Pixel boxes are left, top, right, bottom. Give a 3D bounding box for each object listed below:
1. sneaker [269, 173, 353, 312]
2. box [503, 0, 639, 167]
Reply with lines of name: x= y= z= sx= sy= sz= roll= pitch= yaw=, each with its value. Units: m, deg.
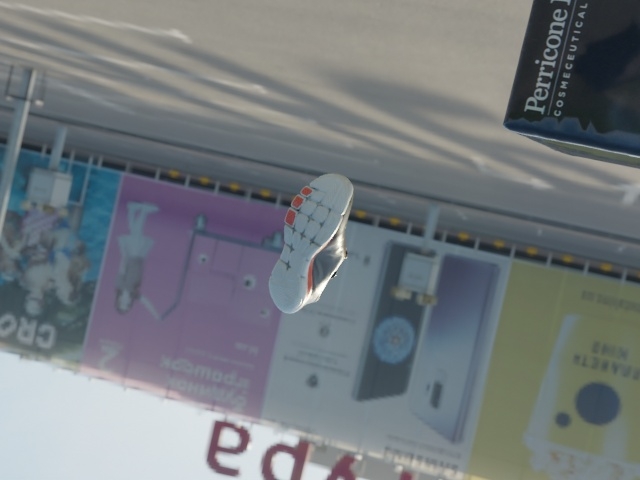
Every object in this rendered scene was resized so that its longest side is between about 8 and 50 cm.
sneaker: x=0.000 y=0.000 z=0.975 sx=0.064 sy=0.158 sz=0.061 roll=-6 pitch=-139 yaw=-47
box: x=0.397 y=-0.187 z=0.808 sx=0.395 sy=0.294 sz=0.212 roll=15 pitch=-174 yaw=28
